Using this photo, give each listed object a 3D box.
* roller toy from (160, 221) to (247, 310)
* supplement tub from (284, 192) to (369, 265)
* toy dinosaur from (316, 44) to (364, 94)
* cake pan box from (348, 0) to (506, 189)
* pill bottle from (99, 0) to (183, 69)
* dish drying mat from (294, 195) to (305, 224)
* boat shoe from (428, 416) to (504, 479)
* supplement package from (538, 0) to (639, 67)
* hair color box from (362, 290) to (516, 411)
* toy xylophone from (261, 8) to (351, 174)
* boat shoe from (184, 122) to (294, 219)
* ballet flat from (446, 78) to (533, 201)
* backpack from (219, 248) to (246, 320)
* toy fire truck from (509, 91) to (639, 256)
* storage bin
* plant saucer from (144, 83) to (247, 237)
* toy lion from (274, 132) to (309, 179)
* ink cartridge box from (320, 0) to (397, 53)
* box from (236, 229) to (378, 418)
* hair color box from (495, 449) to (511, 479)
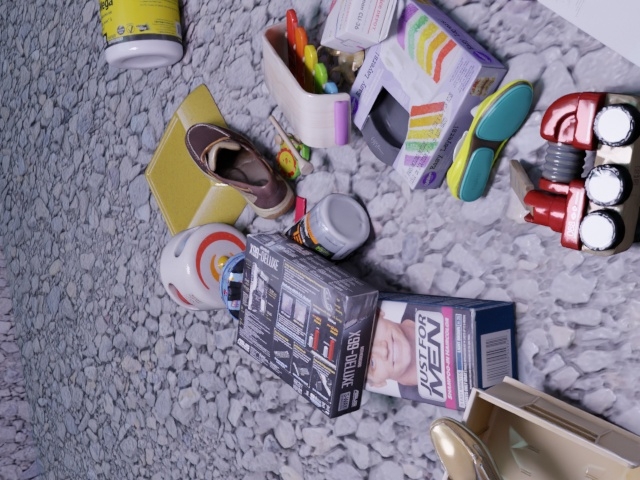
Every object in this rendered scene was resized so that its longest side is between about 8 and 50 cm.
[{"bbox_3d":[-0.245,0.062,1.994,0.146,0.191,0.209,-11,85,51],"label":"roller toy"},{"bbox_3d":[0.000,0.000,1.738,0.190,0.117,0.117,-42,62,46],"label":"supplement tub"},{"bbox_3d":[0.043,-0.358,1.708,0.093,0.053,0.183,-5,93,37],"label":"toy dinosaur"},{"bbox_3d":[0.165,-0.255,1.540,0.245,0.070,0.266,56,134,34],"label":"cake pan box"},{"bbox_3d":[-0.442,-0.596,2.167,0.188,0.188,0.333,-9,87,52],"label":"pill bottle"},{"bbox_3d":[-0.043,-0.049,1.874,0.032,0.008,0.083,19,110,50],"label":"dish drying mat"},{"bbox_3d":[0.213,0.331,1.253,0.190,0.072,0.068,50,116,18],"label":"boat shoe"},{"bbox_3d":[0.427,-0.340,1.129,0.203,0.149,0.194,49,129,37],"label":"supplement package"},{"bbox_3d":[0.171,0.184,1.553,0.347,0.105,0.173,1,94,52],"label":"hair color box"},{"bbox_3d":[-0.038,-0.281,1.733,0.236,0.081,0.322,93,156,-50],"label":"toy xylophone"},{"bbox_3d":[-0.192,-0.176,1.920,0.123,0.123,0.342,-43,54,-5],"label":"boat shoe"},{"bbox_3d":[0.259,-0.169,1.431,0.077,0.077,0.231,-114,37,-47],"label":"ballet flat"},{"bbox_3d":[-0.141,0.092,1.882,0.117,0.173,0.158,17,108,50],"label":"backpack"},{"bbox_3d":[0.350,-0.108,1.281,0.246,0.158,0.217,16,107,39],"label":"toy fire truck"},{"bbox_3d":[0.320,0.374,1.305,0.260,0.123,0.262,23,105,28],"label":"storage bin"},{"bbox_3d":[-0.312,-0.148,2.146,0.333,0.081,0.332,-54,53,40],"label":"plant saucer"},{"bbox_3d":[-0.058,-0.175,1.863,0.100,0.034,0.096,6,106,51],"label":"toy lion"},{"bbox_3d":[0.070,-0.401,1.567,0.198,0.067,0.115,-167,92,-73],"label":"ink cartridge box"},{"bbox_3d":[-0.035,0.146,1.656,0.307,0.077,0.242,29,120,45],"label":"box"},{"bbox_3d":[0.307,0.395,1.433,0.043,0.072,0.141,0,95,51],"label":"hair color box"}]
